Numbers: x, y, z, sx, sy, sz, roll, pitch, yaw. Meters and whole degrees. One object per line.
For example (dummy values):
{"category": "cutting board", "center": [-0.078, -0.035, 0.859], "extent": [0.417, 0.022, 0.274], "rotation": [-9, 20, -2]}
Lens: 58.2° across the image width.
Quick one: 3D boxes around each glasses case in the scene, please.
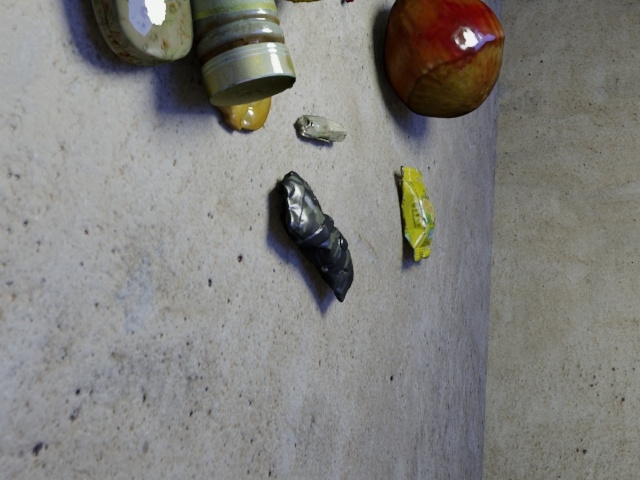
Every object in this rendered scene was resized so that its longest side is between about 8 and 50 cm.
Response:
{"category": "glasses case", "center": [-0.282, -0.471, 0.831], "extent": [0.156, 0.098, 0.425], "rotation": [-24, 107, -59]}

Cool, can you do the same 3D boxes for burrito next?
{"category": "burrito", "center": [0.004, -0.260, 1.353], "extent": [0.188, 0.045, 0.058], "rotation": [-2, 62, -58]}

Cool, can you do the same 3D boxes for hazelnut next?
{"category": "hazelnut", "center": [0.356, -0.570, 1.736], "extent": [0.421, 0.353, 0.421], "rotation": [42, 20, -19]}

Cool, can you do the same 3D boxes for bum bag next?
{"category": "bum bag", "center": [0.000, 0.000, 1.259], "extent": [0.144, 0.095, 0.340], "rotation": [-87, 154, -43]}

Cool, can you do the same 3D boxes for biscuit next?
{"category": "biscuit", "center": [-0.146, -0.334, 1.104], "extent": [0.203, 0.041, 0.259], "rotation": [33, 60, -53]}

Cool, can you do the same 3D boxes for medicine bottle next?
{"category": "medicine bottle", "center": [-0.155, -0.400, 0.952], "extent": [0.151, 0.151, 0.322], "rotation": [-17, 91, -60]}

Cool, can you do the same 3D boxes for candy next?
{"category": "candy", "center": [0.307, -0.084, 1.813], "extent": [0.187, 0.081, 0.297], "rotation": [-3, 88, -62]}

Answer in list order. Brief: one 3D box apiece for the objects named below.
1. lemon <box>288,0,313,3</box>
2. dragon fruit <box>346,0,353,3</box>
{"category": "lemon", "center": [-0.019, -0.609, 1.137], "extent": [0.310, 0.258, 0.257], "rotation": [-29, 114, -26]}
{"category": "dragon fruit", "center": [0.086, -0.699, 1.545], "extent": [0.063, 0.097, 0.131], "rotation": [48, 65, -42]}
